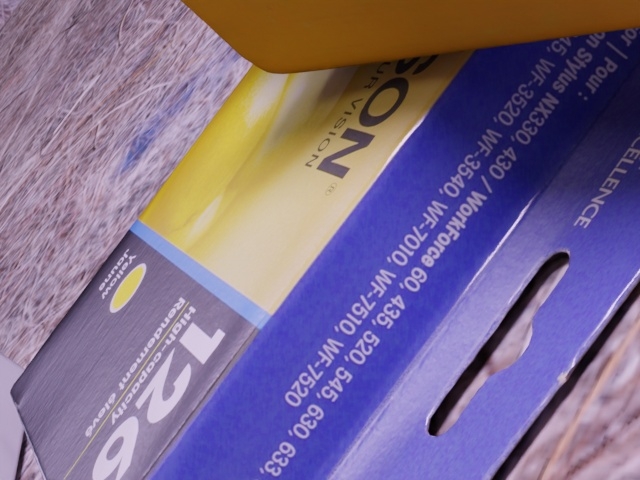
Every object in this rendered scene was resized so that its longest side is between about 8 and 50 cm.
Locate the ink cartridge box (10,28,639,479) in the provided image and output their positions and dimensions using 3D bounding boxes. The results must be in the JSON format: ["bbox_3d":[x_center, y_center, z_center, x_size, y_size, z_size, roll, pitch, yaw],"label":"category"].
[{"bbox_3d":[0.000,0.000,0.509,0.303,0.072,0.307,-53,21,-6],"label":"ink cartridge box"}]

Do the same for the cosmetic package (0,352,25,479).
[{"bbox_3d":[-0.292,0.174,0.691,0.225,0.138,0.224,-42,25,17],"label":"cosmetic package"}]

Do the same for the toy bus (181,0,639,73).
[{"bbox_3d":[0.038,-0.139,0.436,0.333,0.108,0.130,3,60,53],"label":"toy bus"}]
